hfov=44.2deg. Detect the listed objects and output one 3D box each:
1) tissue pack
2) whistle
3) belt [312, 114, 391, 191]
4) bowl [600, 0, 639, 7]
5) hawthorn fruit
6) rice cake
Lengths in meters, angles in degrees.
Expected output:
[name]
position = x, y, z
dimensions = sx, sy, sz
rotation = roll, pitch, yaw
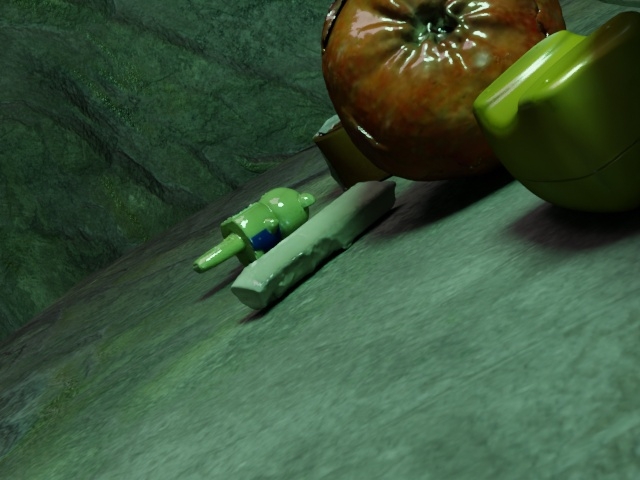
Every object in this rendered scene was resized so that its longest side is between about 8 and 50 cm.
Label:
[tissue pack]
position = 0.202, -0.086, 0.589
dimensions = 0.123, 0.127, 0.178
rotation = -39, 10, -1
[whistle]
position = -0.100, -0.013, 1.219
dimensions = 0.227, 0.085, 0.105
rotation = -36, 11, -29
[belt]
position = 0.155, -0.214, 1.329
dimensions = 0.338, 0.122, 0.217
rotation = -32, 11, -1
[bowl]
position = 0.357, -0.217, 0.404
dimensions = 0.435, 0.196, 0.435
rotation = -39, 25, 23
[hawthorn fruit]
position = 0.158, -0.196, 0.911
dimensions = 0.276, 0.276, 0.307
rotation = -27, -14, 24
[rice cake]
position = 0.000, 0.000, 0.960
dimensions = 0.256, 0.052, 0.057
rotation = -39, 15, -33
